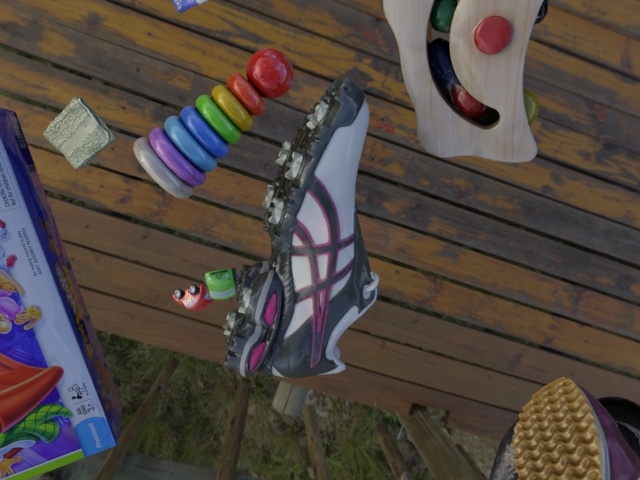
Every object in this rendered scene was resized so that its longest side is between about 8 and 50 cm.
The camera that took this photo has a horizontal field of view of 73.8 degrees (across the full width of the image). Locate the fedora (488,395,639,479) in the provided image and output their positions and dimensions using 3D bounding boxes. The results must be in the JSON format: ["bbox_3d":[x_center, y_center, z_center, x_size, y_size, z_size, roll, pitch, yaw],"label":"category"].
[{"bbox_3d":[0.373,0.379,0.669,0.152,0.334,0.334,27,93,1],"label":"fedora"}]

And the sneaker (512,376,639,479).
[{"bbox_3d":[0.175,0.168,0.244,0.083,0.186,0.070,31,121,-9],"label":"sneaker"}]

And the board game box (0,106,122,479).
[{"bbox_3d":[-0.362,0.073,0.398,0.233,0.078,0.348,-16,106,-17],"label":"board game box"}]

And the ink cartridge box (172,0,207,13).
[{"bbox_3d":[-0.158,-0.513,0.676,0.310,0.065,0.186,-8,128,30],"label":"ink cartridge box"}]

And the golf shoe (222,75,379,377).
[{"bbox_3d":[0.000,0.000,0.386,0.120,0.105,0.273,15,106,-15],"label":"golf shoe"}]

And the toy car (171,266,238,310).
[{"bbox_3d":[-0.191,0.098,0.851,0.238,0.225,0.053,-10,79,-8],"label":"toy car"}]

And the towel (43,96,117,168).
[{"bbox_3d":[-0.508,-0.222,0.895,0.148,0.027,0.110,-27,114,27],"label":"towel"}]

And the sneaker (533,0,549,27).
[{"bbox_3d":[0.369,-0.408,0.761,0.058,0.152,0.085,25,78,10],"label":"sneaker"}]

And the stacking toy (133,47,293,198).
[{"bbox_3d":[-0.184,-0.231,0.810,0.330,0.141,0.141,-39,97,3],"label":"stacking toy"}]

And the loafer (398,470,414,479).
[{"bbox_3d":[0.157,0.458,0.785,0.039,0.125,0.045,-36,66,-4],"label":"loafer"}]

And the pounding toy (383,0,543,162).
[{"bbox_3d":[0.150,-0.219,0.395,0.154,0.155,0.270,-10,117,24],"label":"pounding toy"}]
